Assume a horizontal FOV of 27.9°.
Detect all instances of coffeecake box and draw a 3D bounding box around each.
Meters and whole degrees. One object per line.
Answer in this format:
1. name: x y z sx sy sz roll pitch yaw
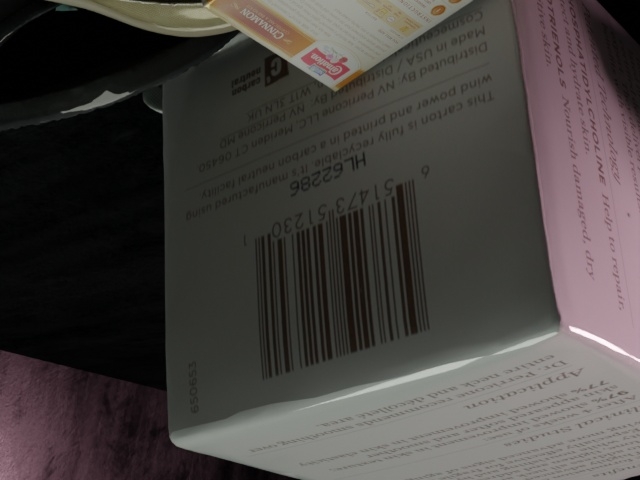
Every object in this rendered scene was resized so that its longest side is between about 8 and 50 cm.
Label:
1. coffeecake box: 0.032 -0.194 0.835 0.185 0.068 0.142 -31 145 26

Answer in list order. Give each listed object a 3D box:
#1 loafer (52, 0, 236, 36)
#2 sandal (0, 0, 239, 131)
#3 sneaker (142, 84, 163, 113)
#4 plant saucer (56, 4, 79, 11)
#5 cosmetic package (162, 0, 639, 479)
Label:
1. loafer: -0.148 -0.212 0.921 0.268 0.102 0.092 6 169 9
2. sandal: -0.273 -0.166 1.049 0.445 0.167 0.107 -5 127 24
3. sneaker: -0.098 -0.138 1.233 0.152 0.054 0.061 1 165 22
4. plant saucer: -0.267 -0.194 1.182 0.119 0.021 0.119 8 164 2
5. cosmetic package: 0.119 0.014 1.043 0.329 0.327 0.393 -20 151 30
